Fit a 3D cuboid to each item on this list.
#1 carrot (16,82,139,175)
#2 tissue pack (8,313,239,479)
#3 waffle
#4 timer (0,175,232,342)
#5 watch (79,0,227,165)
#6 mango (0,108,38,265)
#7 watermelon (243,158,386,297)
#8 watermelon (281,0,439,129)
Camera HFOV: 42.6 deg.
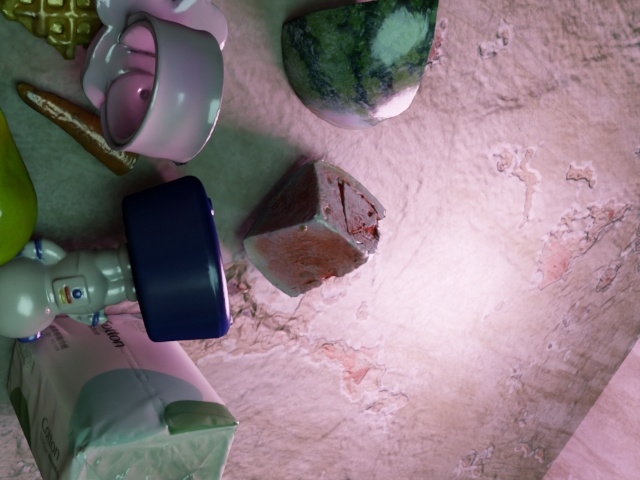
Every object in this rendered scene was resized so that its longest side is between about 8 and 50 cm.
[{"bbox_3d":[-0.373,-0.177,1.251,0.061,0.061,0.210,-51,129,2],"label":"carrot"},{"bbox_3d":[-0.334,0.278,1.345,0.266,0.356,0.194,0,117,-36],"label":"tissue pack"},{"bbox_3d":[-0.338,-0.394,1.142,0.291,0.051,0.291,-18,125,-28],"label":"waffle"},{"bbox_3d":[-0.353,0.057,1.308,0.383,0.270,0.270,-11,124,-12],"label":"timer"},{"bbox_3d":[-0.212,-0.236,1.147,0.211,0.217,0.248,9,115,-39],"label":"watch"},{"bbox_3d":[-0.508,-0.082,1.148,0.185,0.149,0.273,-21,122,-15],"label":"mango"},{"bbox_3d":[0.000,0.000,1.522,0.261,0.201,0.213,-47,125,3],"label":"watermelon"},{"bbox_3d":[0.063,-0.303,1.420,0.176,0.256,0.260,-53,151,-68],"label":"watermelon"}]
